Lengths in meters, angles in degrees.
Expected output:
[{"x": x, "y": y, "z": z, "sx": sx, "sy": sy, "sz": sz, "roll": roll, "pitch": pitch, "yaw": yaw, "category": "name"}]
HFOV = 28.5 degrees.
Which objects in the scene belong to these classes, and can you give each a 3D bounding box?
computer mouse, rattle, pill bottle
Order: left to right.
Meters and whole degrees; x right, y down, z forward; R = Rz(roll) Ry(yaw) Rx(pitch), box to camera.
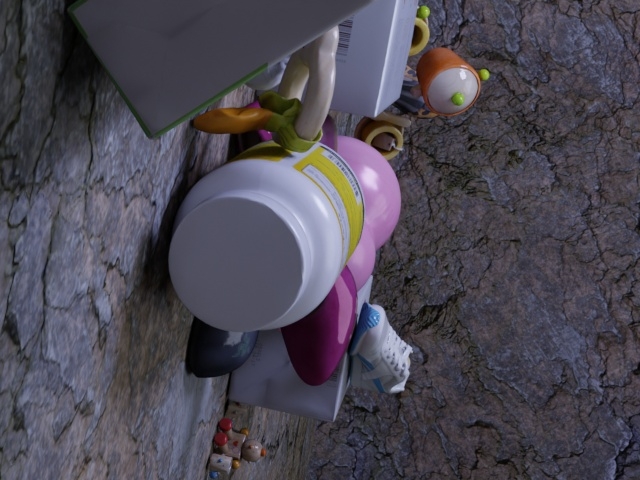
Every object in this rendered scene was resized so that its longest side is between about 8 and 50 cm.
[{"x": -0.107, "y": 0.086, "z": 1.694, "sx": 0.272, "sy": 0.072, "sz": 0.188, "roll": -68, "pitch": 169, "yaw": -58, "category": "computer mouse"}, {"x": -0.059, "y": -0.007, "z": 1.417, "sx": 0.334, "sy": 0.188, "sz": 0.187, "roll": -50, "pitch": 151, "yaw": -76, "category": "pill bottle"}, {"x": -0.047, "y": -0.205, "z": 1.386, "sx": 0.130, "sy": 0.143, "sz": 0.199, "roll": -104, "pitch": -153, "yaw": -80, "category": "rattle"}]

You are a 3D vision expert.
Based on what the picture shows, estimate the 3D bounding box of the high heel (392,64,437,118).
[{"x": 0.117, "y": -0.299, "z": 2.223, "sx": 0.093, "sy": 0.186, "sz": 0.261, "roll": -60, "pitch": -150, "yaw": 23, "category": "high heel"}]

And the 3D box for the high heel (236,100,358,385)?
[{"x": -0.052, "y": 0.007, "z": 1.645, "sx": 0.181, "sy": 0.127, "sz": 0.377, "roll": -2, "pitch": 86, "yaw": -55, "category": "high heel"}]

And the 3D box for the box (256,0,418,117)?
[{"x": 0.037, "y": -0.308, "z": 1.805, "sx": 0.345, "sy": 0.168, "sz": 0.215, "roll": -49, "pitch": 150, "yaw": -76, "category": "box"}]

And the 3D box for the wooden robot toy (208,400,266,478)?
[{"x": -0.125, "y": 0.325, "z": 1.949, "sx": 0.076, "sy": 0.079, "sz": 0.173, "roll": 92, "pitch": 11, "yaw": -57, "category": "wooden robot toy"}]

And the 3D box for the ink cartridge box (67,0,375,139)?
[{"x": -0.041, "y": -0.223, "z": 1.032, "sx": 0.119, "sy": 0.207, "sz": 0.353, "roll": 57, "pitch": 19, "yaw": -11, "category": "ink cartridge box"}]

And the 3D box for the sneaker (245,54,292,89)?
[{"x": -0.046, "y": -0.263, "z": 1.529, "sx": 0.115, "sy": 0.090, "sz": 0.232, "roll": 98, "pitch": 8, "yaw": -61, "category": "sneaker"}]

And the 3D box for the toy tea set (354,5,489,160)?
[{"x": 0.109, "y": -0.209, "z": 2.040, "sx": 0.336, "sy": 0.200, "sz": 0.124, "roll": -48, "pitch": -146, "yaw": 19, "category": "toy tea set"}]

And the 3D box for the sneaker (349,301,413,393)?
[{"x": 0.096, "y": 0.167, "z": 1.958, "sx": 0.228, "sy": 0.092, "sz": 0.087, "roll": 84, "pitch": 20, "yaw": -62, "category": "sneaker"}]

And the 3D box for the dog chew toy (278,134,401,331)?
[{"x": 0.000, "y": 0.000, "z": 1.890, "sx": 0.206, "sy": 0.207, "sz": 0.331, "roll": 94, "pitch": 12, "yaw": -52, "category": "dog chew toy"}]

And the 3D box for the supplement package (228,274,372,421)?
[{"x": -0.026, "y": 0.153, "z": 2.068, "sx": 0.293, "sy": 0.175, "sz": 0.177, "roll": -55, "pitch": 155, "yaw": -75, "category": "supplement package"}]
